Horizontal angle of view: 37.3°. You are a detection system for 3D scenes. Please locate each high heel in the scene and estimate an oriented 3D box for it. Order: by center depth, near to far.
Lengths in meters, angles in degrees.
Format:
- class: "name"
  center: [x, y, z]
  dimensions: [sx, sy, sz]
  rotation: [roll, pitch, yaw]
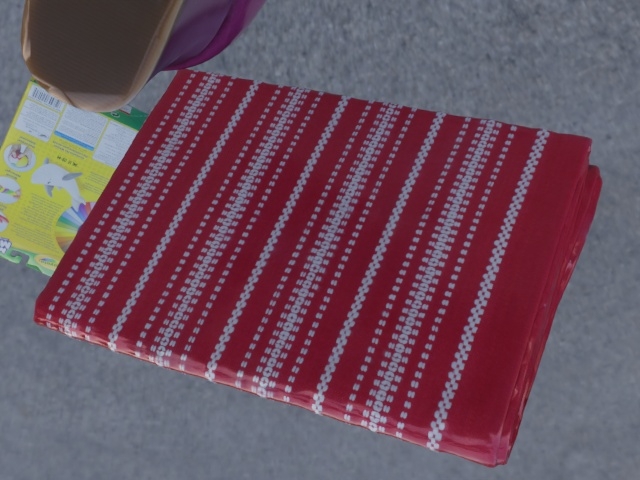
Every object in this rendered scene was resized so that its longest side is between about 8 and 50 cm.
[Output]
- class: "high heel"
  center: [-0.009, -0.231, 0.380]
  dimensions: [0.127, 0.181, 0.377]
  rotation: [34, 117, -10]

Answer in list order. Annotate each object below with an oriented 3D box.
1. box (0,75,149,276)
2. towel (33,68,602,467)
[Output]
- class: "box"
  center: [-0.228, -0.050, 0.815]
  dimensions: [0.105, 0.043, 0.179]
  rotation: [25, 117, -17]
- class: "towel"
  center: [0.000, 0.000, 0.528]
  dimensions: [0.275, 0.199, 0.031]
  rotation: [14, 150, 20]
